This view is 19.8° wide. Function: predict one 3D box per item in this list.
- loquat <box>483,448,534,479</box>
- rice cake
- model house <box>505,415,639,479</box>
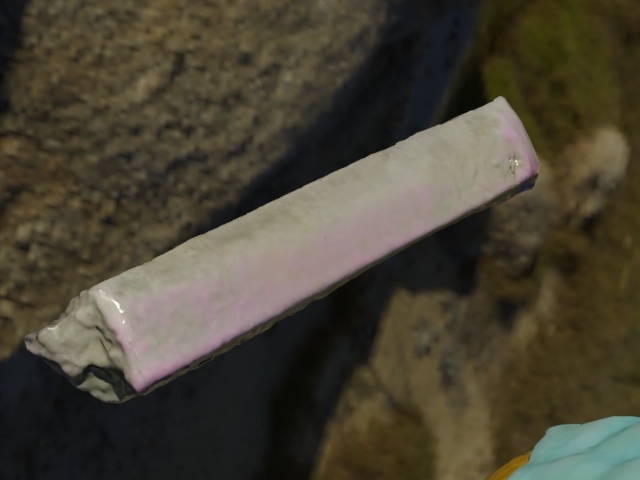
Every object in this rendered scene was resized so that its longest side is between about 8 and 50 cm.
[{"bbox_3d":[0.133,0.167,0.696,0.208,0.208,0.208,-43,141,-50],"label":"loquat"},{"bbox_3d":[0.000,-0.001,1.113,0.399,0.064,0.070,-27,86,-39],"label":"rice cake"},{"bbox_3d":[0.144,0.158,0.395,0.261,0.241,0.226,-39,106,-50],"label":"model house"}]
